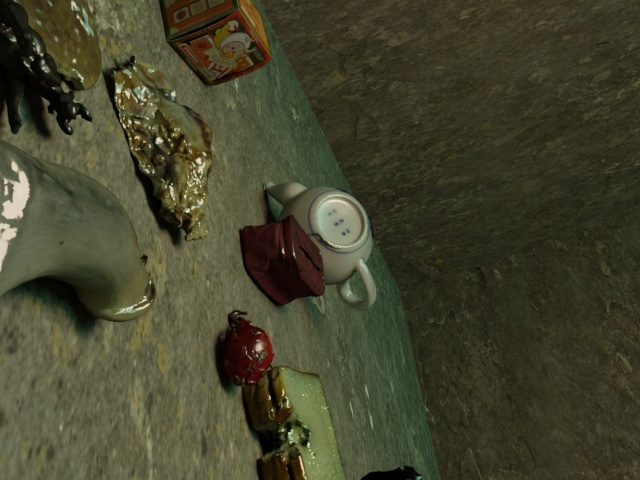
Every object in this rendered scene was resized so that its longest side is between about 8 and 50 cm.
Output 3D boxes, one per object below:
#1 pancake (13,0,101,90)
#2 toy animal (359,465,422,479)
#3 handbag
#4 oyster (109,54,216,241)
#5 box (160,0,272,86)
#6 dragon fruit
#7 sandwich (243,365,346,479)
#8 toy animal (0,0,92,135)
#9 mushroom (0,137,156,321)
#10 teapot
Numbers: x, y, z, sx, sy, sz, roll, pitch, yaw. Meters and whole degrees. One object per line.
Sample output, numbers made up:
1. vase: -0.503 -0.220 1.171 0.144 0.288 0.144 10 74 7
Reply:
1. pancake: -0.382 -0.324 1.040 0.236 0.042 0.222 54 22 -53
2. toy animal: 0.132 0.618 1.512 0.267 0.212 0.213 -51 121 -72
3. handbag: -0.075 0.046 1.630 0.225 0.135 0.146 57 22 -53
4. oyster: -0.249 -0.171 1.262 0.201 0.107 0.355 -14 85 -75
5. box: -0.233 -0.479 1.650 0.195 0.177 0.148 47 25 -64
6. dragon fruit: -0.130 0.175 1.285 0.190 0.094 0.094 -102 167 -55
7. sandwich: -0.041 0.374 1.344 0.249 0.095 0.273 45 26 -65
8. toy animal: -0.371 -0.222 0.883 0.233 0.084 0.148 58 -2 -24
9. mushroom: -0.284 0.002 0.761 0.397 0.126 0.177 18 63 -76
10. teapot: 0.000 0.000 1.869 0.424 0.252 0.280 53 -31 4
